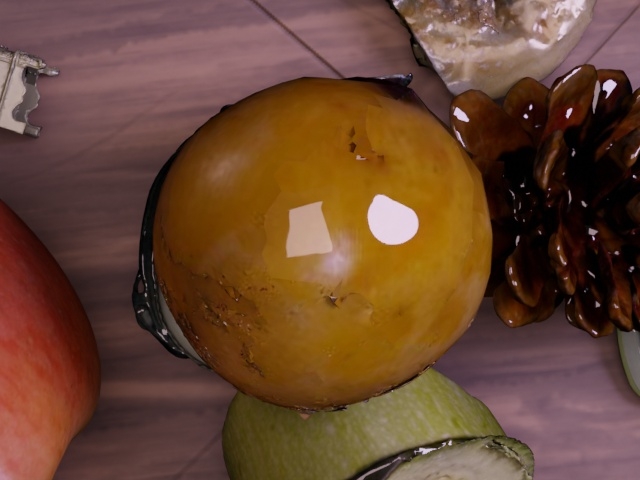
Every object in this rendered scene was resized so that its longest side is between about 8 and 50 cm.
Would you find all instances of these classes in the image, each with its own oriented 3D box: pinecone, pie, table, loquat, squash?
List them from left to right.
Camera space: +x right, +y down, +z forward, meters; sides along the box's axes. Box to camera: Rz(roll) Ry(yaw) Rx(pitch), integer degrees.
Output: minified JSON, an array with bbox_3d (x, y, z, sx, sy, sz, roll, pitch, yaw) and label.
[{"bbox_3d":[-0.253,-0.121,1.457,0.083,0.079,0.062,18,91,0],"label":"table"},{"bbox_3d":[0.000,0.000,1.269,0.235,0.235,0.235,0,89,2],"label":"loquat"},{"bbox_3d":[0.043,0.180,1.403,0.220,0.220,0.133,-27,48,1],"label":"squash"},{"bbox_3d":[0.124,-0.224,1.461,0.185,0.052,0.218,-37,90,-3],"label":"pie"},{"bbox_3d":[0.203,-0.028,1.382,0.229,0.201,0.202,-4,106,-20],"label":"pinecone"}]

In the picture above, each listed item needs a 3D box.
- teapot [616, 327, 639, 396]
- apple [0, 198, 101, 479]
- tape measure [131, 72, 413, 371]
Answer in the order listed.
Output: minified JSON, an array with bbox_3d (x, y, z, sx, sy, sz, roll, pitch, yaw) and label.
[{"bbox_3d":[0.298,0.085,1.444,0.092,0.124,0.091,-17,109,-39],"label":"teapot"},{"bbox_3d":[-0.333,0.114,1.322,0.364,0.364,0.364,0,89,2],"label":"apple"},{"bbox_3d":[-0.037,-0.014,1.435,0.207,0.115,0.235,2,85,-4],"label":"tape measure"}]
